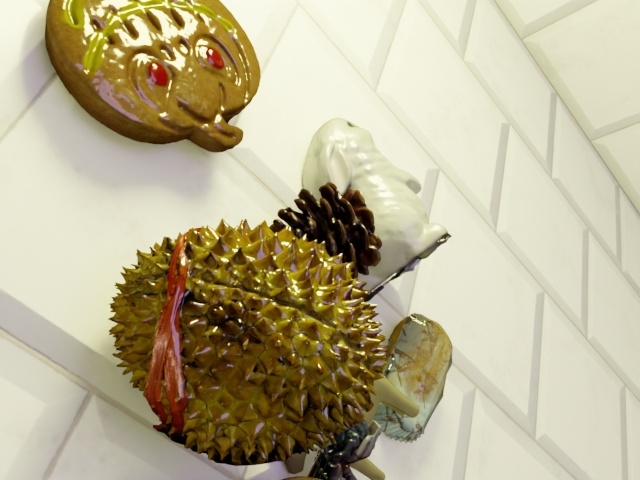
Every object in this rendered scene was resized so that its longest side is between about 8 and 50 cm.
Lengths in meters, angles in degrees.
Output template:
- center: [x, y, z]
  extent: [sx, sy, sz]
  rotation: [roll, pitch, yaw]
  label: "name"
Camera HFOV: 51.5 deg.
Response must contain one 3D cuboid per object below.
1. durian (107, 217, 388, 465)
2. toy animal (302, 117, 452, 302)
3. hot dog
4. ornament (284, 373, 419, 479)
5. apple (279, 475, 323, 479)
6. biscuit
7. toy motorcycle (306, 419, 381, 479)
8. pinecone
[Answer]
- center: [-0.099, 0.130, 0.896]
  extent: [0.384, 0.347, 0.347]
  rotation: [29, 44, 7]
  label: "durian"
- center: [0.087, -0.084, 1.348]
  extent: [0.258, 0.194, 0.357]
  rotation: [-34, 84, -26]
  label: "toy animal"
- center: [0.188, 0.278, 1.361]
  extent: [0.162, 0.082, 0.270]
  rotation: [42, 54, -17]
  label: "hot dog"
- center: [0.041, 0.325, 1.159]
  extent: [0.245, 0.061, 0.230]
  rotation: [42, 66, -25]
  label: "ornament"
- center: [-0.015, 0.464, 0.921]
  extent: [0.194, 0.261, 0.260]
  rotation: [-14, 85, -61]
  label: "apple"
- center: [-0.244, -0.301, 1.101]
  extent: [0.350, 0.070, 0.394]
  rotation: [51, 41, -9]
  label: "biscuit"
- center: [0.041, 0.385, 1.080]
  extent: [0.122, 0.082, 0.213]
  rotation: [19, 97, -27]
  label: "toy motorcycle"
- center: [0.000, 0.000, 1.188]
  extent: [0.208, 0.208, 0.207]
  rotation: [23, 58, -41]
  label: "pinecone"
